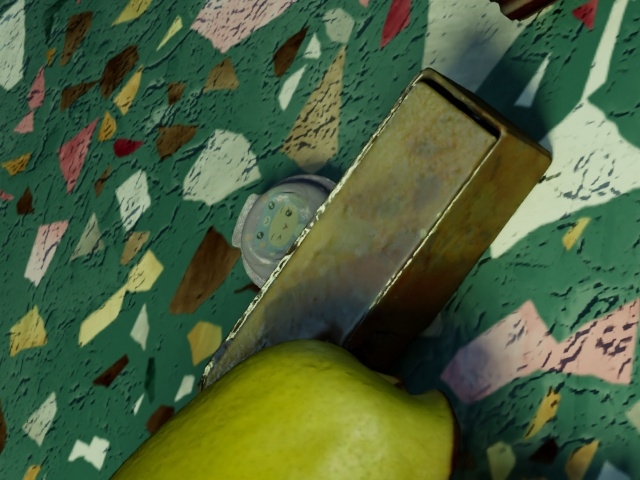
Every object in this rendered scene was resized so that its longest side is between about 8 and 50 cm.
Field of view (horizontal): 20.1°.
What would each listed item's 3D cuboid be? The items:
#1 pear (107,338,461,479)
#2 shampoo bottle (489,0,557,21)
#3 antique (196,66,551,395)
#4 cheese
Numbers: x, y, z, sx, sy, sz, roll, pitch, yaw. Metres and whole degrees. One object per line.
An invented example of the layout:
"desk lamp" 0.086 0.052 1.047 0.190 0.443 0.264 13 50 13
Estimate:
"pear" -0.073 0.245 1.189 0.340 0.191 0.386 -177 105 -71
"shampoo bottle" 0.253 -0.283 1.321 0.323 0.084 0.129 -29 50 33
"antique" 0.035 0.027 1.351 0.093 0.087 0.310 43 101 32
"cheese" 0.000 0.000 1.459 0.191 0.042 0.105 14 80 40
